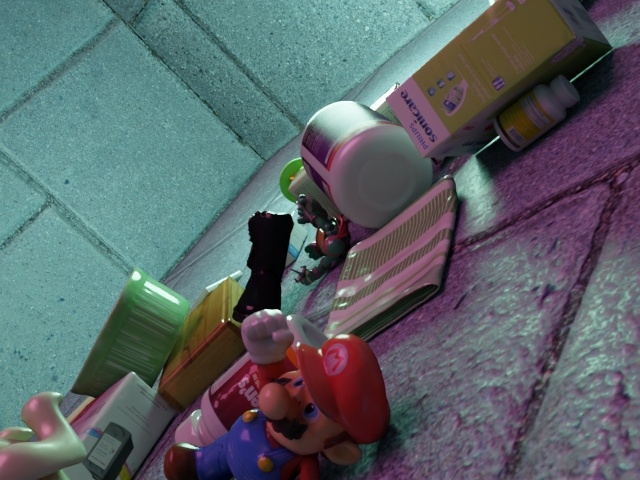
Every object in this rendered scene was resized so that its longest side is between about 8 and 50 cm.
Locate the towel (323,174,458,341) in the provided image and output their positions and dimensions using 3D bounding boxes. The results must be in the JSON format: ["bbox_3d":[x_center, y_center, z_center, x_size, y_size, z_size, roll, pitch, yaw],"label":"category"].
[{"bbox_3d":[0.101,0.040,1.237,0.248,0.038,0.325,-38,13,30],"label":"towel"}]

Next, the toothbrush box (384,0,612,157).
[{"bbox_3d":[0.274,-0.256,1.262,0.283,0.122,0.206,-37,-13,30],"label":"toothbrush box"}]

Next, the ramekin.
[{"bbox_3d":[-0.410,0.224,1.807,0.303,0.148,0.303,-59,11,18],"label":"ramekin"}]

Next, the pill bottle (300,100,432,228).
[{"bbox_3d":[0.069,-0.151,1.506,0.181,0.181,0.323,-45,25,4],"label":"pill bottle"}]

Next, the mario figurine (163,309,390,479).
[{"bbox_3d":[-0.067,0.206,0.881,0.320,0.198,0.170,-44,-2,27],"label":"mario figurine"}]

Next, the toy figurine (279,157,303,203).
[{"bbox_3d":[-0.007,-0.153,2.209,0.173,0.130,0.159,-23,21,-13],"label":"toy figurine"}]

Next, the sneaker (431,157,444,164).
[{"bbox_3d":[0.245,-0.204,1.547,0.077,0.072,0.178,-27,26,24],"label":"sneaker"}]

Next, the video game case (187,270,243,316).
[{"bbox_3d":[-0.279,0.150,2.084,0.157,0.019,0.143,-50,-12,34],"label":"video game case"}]

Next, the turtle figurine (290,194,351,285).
[{"bbox_3d":[0.000,0.000,1.564,0.234,0.118,0.175,-120,34,-80],"label":"turtle figurine"}]

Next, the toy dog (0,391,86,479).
[{"bbox_3d":[-0.463,0.384,1.093,0.285,0.408,0.395,-33,17,50],"label":"toy dog"}]

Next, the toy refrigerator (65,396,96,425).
[{"bbox_3d":[-0.539,0.437,1.968,0.269,0.102,0.094,-43,12,10],"label":"toy refrigerator"}]

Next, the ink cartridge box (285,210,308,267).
[{"bbox_3d":[-0.093,0.012,1.966,0.104,0.060,0.180,-41,12,27],"label":"ink cartridge box"}]

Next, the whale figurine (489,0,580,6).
[{"bbox_3d":[0.468,-0.488,1.634,0.272,0.141,0.216,-24,-1,-32],"label":"whale figurine"}]

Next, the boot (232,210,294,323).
[{"bbox_3d":[-0.107,0.047,1.576,0.246,0.094,0.207,-112,30,-83],"label":"boot"}]

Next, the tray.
[{"bbox_3d":[-0.249,0.210,1.801,0.203,0.076,0.411,-45,12,3],"label":"tray"}]

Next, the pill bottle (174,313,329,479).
[{"bbox_3d":[-0.076,0.208,1.059,0.221,0.121,0.121,-44,11,9],"label":"pill bottle"}]

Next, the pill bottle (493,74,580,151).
[{"bbox_3d":[0.315,-0.186,1.195,0.116,0.065,0.065,-38,14,32],"label":"pill bottle"}]

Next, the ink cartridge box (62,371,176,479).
[{"bbox_3d":[-0.446,0.430,1.583,0.226,0.131,0.306,-34,17,42],"label":"ink cartridge box"}]

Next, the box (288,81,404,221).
[{"bbox_3d":[0.094,-0.174,1.748,0.311,0.148,0.121,-39,12,21],"label":"box"}]
